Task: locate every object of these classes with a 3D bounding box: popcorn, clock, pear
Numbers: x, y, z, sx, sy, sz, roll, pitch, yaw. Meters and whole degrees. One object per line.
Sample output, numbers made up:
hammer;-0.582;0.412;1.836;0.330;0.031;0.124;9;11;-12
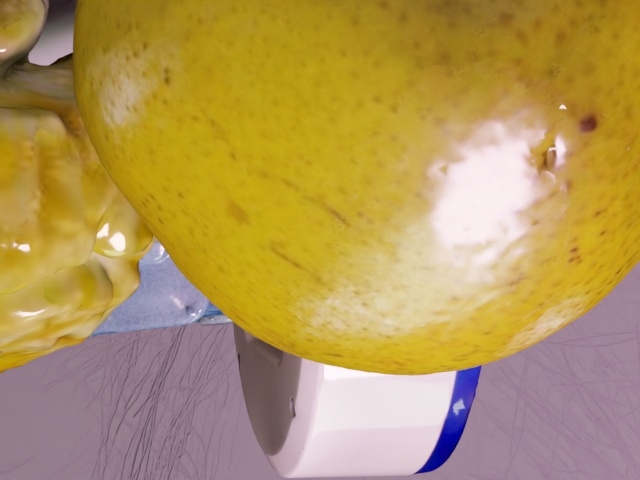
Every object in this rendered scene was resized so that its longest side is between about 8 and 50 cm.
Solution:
popcorn;-0.176;-0.022;0.678;0.221;0.184;0.204;-8;-179;24
clock;0.009;-0.006;0.706;0.083;0.230;0.230;0;175;-10
pear;0.027;-0.055;0.451;0.198;0.198;0.198;-5;176;0

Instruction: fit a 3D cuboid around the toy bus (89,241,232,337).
toy bus;-0.171;-0.004;1.059;0.312;0.152;0.190;-8;176;28
